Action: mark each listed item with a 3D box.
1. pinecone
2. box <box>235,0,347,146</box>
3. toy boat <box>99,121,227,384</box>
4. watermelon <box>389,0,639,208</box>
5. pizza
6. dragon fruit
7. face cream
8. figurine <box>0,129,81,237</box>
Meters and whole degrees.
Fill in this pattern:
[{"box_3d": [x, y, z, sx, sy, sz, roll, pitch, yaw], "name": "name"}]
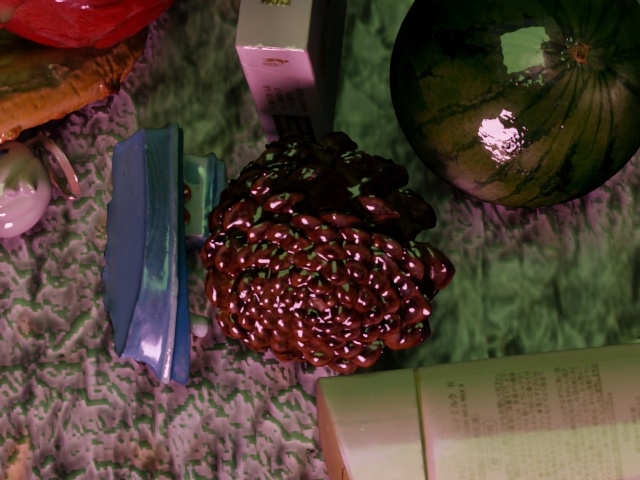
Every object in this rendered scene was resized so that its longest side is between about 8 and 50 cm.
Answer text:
[{"box_3d": [0.000, 0.000, 1.745, 0.221, 0.221, 0.221, -1, 73, 3], "name": "pinecone"}, {"box_3d": [-0.023, -0.194, 1.780, 0.067, 0.243, 0.155, 3, 74, 6], "name": "box"}, {"box_3d": [-0.138, 0.016, 1.806, 0.098, 0.109, 0.238, 11, 71, -29], "name": "toy boat"}, {"box_3d": [0.181, -0.144, 1.755, 0.242, 0.242, 0.242, -1, 73, 3], "name": "watermelon"}, {"box_3d": [-0.314, -0.143, 1.835, 0.335, 0.086, 0.226, -30, 30, -34], "name": "pizza"}, {"box_3d": [-0.217, -0.289, 1.749, 0.244, 0.299, 0.244, -1, 94, -7], "name": "dragon fruit"}, {"box_3d": [0.175, 0.185, 1.736, 0.348, 0.081, 0.174, -7, 72, 1], "name": "face cream"}, {"box_3d": [-0.294, -0.034, 1.822, 0.153, 0.132, 0.132, -33, 74, -18], "name": "figurine"}]
